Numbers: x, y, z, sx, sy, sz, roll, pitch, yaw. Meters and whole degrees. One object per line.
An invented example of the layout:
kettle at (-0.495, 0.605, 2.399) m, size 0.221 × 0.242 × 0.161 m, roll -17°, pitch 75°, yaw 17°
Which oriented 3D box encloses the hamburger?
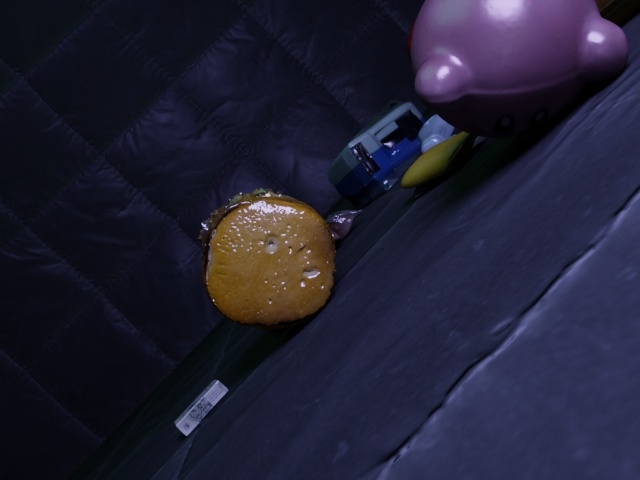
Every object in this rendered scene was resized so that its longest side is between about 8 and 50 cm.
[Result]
hamburger at (-0.074, 0.023, 0.738) m, size 0.181 × 0.191 × 0.118 m, roll -65°, pitch 7°, yaw -5°

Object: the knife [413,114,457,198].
knife at (0.193, -0.150, 0.912) m, size 0.080 × 0.044 × 0.331 m, roll -36°, pitch 14°, yaw 25°

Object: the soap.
soap at (0.164, -0.110, 0.745) m, size 0.089 × 0.033 × 0.168 m, roll -50°, pitch 10°, yaw -18°

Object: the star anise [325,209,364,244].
star anise at (0.012, -0.012, 1.158) m, size 0.172 × 0.063 × 0.208 m, roll -44°, pitch 4°, yaw -4°

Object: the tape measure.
tape measure at (0.145, -0.216, 1.341) m, size 0.262 × 0.138 × 0.259 m, roll -47°, pitch 5°, yaw -15°

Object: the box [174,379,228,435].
box at (-0.172, 0.240, 0.799) m, size 0.083 × 0.024 × 0.054 m, roll -46°, pitch 6°, yaw -20°

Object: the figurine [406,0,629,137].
figurine at (0.168, -0.175, 0.507) m, size 0.173 × 0.173 × 0.173 m, roll -45°, pitch 4°, yaw 4°

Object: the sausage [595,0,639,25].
sausage at (0.343, -0.296, 0.529) m, size 0.082 × 0.082 × 0.371 m, roll -49°, pitch 4°, yaw -36°
